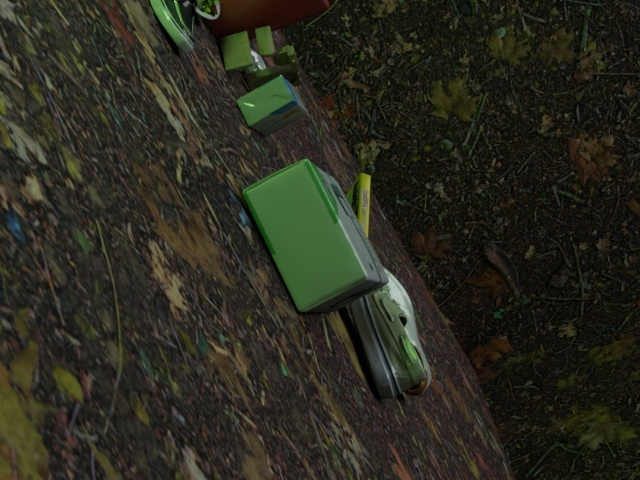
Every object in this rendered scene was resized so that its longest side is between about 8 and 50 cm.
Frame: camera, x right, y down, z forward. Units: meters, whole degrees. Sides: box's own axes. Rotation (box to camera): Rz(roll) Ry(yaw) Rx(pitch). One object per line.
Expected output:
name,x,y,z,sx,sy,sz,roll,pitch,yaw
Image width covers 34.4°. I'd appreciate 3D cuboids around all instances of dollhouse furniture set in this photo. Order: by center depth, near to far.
dollhouse furniture set,-0.116,-0.349,2.168,0.123,0.144,0.151,-103,177,-47

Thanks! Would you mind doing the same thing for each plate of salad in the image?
plate of salad,-0.253,-0.525,2.029,0.200,0.048,0.200,46,27,-33

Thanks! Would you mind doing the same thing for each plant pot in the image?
plant pot,-0.146,-0.557,2.223,0.275,0.243,0.275,59,8,-14

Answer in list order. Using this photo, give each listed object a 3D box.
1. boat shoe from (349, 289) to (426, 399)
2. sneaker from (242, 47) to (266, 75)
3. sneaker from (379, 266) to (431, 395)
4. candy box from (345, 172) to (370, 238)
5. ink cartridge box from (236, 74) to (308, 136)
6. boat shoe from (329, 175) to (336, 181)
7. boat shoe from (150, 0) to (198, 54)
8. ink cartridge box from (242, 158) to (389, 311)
boat shoe,0.112,0.154,1.896,0.109,0.094,0.302,76,-3,-54
sneaker,-0.133,-0.362,2.289,0.152,0.053,0.061,58,-4,-19
sneaker,0.145,0.172,2.062,0.290,0.105,0.123,64,6,5
candy box,0.067,-0.026,2.079,0.105,0.027,0.206,121,-21,-49
ink cartridge box,-0.090,-0.264,2.074,0.062,0.104,0.181,63,8,7
boat shoe,0.020,-0.048,2.039,0.118,0.103,0.320,58,9,-23
boat shoe,-0.242,-0.404,1.718,0.219,0.070,0.078,66,9,29
ink cartridge box,0.000,0.000,1.678,0.211,0.121,0.289,63,8,7
